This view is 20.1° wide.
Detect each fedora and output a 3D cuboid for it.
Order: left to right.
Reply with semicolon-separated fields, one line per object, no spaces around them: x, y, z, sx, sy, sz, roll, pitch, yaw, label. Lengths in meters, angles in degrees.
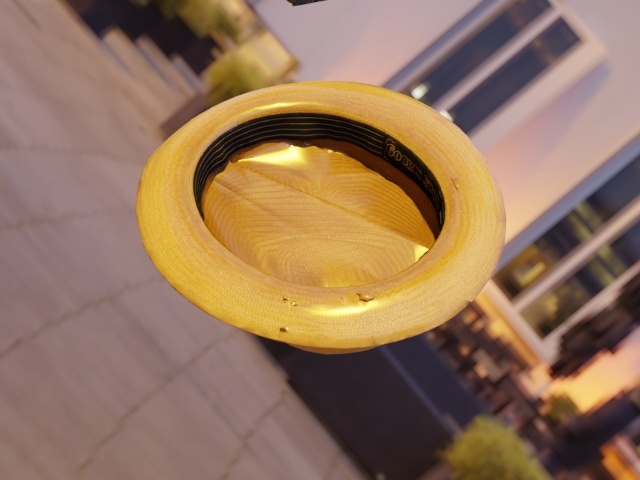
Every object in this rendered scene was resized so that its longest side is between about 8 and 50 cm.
0.000;0.000;0.946;0.194;0.194;0.079;53;-23;36;fedora

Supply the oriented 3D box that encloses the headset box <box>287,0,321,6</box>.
0.076;-0.328;1.296;0.131;0.283;0.246;47;33;13;headset box
